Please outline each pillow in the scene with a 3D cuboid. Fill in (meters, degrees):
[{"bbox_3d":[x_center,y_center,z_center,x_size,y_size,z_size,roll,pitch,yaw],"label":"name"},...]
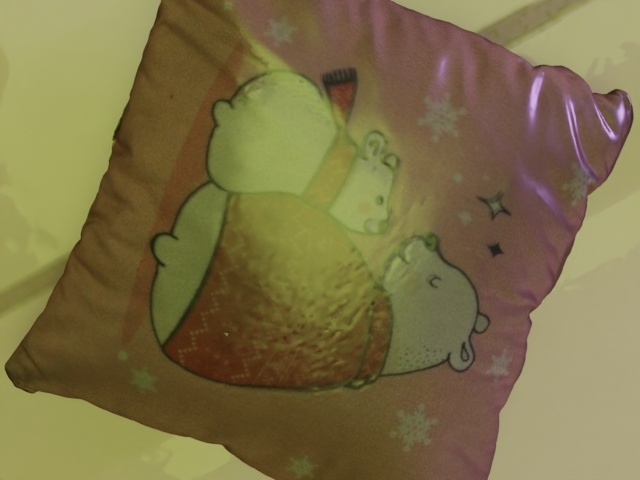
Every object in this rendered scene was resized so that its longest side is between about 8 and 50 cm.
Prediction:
[{"bbox_3d":[0.000,0.000,0.507,0.223,0.084,0.236,20,95,-3],"label":"pillow"}]
